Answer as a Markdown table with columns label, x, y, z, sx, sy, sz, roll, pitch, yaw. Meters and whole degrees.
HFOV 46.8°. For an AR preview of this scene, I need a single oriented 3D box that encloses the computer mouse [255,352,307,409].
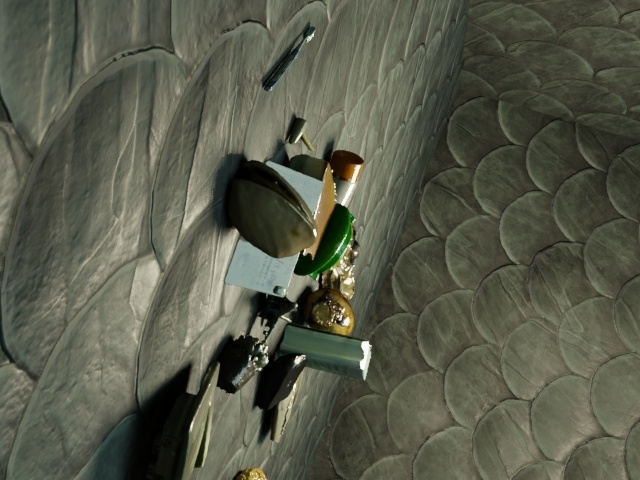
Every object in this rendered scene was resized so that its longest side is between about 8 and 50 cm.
| label | x | y | z | sx | sy | sz | roll | pitch | yaw |
| --- | --- | --- | --- | --- | --- | --- | --- | --- | --- |
| computer mouse | -0.115 | 0.387 | 2.089 | 0.122 | 0.073 | 0.217 | -18 | 142 | -51 |

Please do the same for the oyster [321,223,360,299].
| label | x | y | z | sx | sy | sz | roll | pitch | yaw |
| --- | --- | --- | --- | --- | --- | --- | --- | --- | --- |
| oyster | 0.063 | 0.087 | 2.388 | 0.221 | 0.096 | 0.361 | -37 | 143 | -56 |

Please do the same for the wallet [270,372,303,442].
| label | x | y | z | sx | sy | sz | roll | pitch | yaw |
| --- | --- | --- | --- | --- | --- | --- | --- | --- | --- |
| wallet | -0.094 | 0.476 | 2.340 | 0.275 | 0.068 | 0.335 | -58 | 164 | -51 |

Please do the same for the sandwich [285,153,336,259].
| label | x | y | z | sx | sy | sz | roll | pitch | yaw |
| --- | --- | --- | --- | --- | --- | --- | --- | --- | --- |
| sandwich | -0.046 | -0.064 | 1.651 | 0.220 | 0.108 | 0.186 | 82 | 29 | -64 |

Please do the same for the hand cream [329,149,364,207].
| label | x | y | z | sx | sy | sz | roll | pitch | yaw |
| --- | --- | --- | --- | --- | --- | --- | --- | --- | --- |
| hand cream | 0.025 | -0.088 | 1.999 | 0.140 | 0.089 | 0.314 | -46 | 160 | -56 |

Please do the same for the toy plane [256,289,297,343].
| label | x | y | z | sx | sy | sz | roll | pitch | yaw |
| --- | --- | --- | --- | --- | --- | --- | --- | --- | --- |
| toy plane | -0.099 | 0.155 | 1.771 | 0.262 | 0.088 | 0.192 | 120 | -9 | -77 |

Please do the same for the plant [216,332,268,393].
| label | x | y | z | sx | sy | sz | roll | pitch | yaw |
| --- | --- | --- | --- | --- | --- | --- | --- | --- | --- |
| plant | -0.178 | 0.269 | 1.649 | 0.143 | 0.094 | 0.092 | -48 | 142 | -34 |

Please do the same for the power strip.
| label | x | y | z | sx | sy | sz | roll | pitch | yaw |
| --- | --- | --- | --- | --- | --- | --- | --- | --- | --- |
| power strip | -0.270 | 0.388 | 1.419 | 0.251 | 0.092 | 0.257 | -59 | 164 | -72 |

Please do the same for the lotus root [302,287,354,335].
| label | x | y | z | sx | sy | sz | roll | pitch | yaw |
| --- | --- | --- | --- | --- | --- | --- | --- | --- | --- |
| lotus root | 0.028 | 0.231 | 2.268 | 0.141 | 0.169 | 0.314 | -34 | 167 | -5 |

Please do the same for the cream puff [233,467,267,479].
| label | x | y | z | sx | sy | sz | roll | pitch | yaw |
| --- | --- | --- | --- | --- | --- | --- | --- | --- | --- |
| cream puff | -0.206 | 0.729 | 2.178 | 0.119 | 0.104 | 0.133 | -45 | 151 | -49 |

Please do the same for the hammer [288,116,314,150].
| label | x | y | z | sx | sy | sz | roll | pitch | yaw |
| --- | --- | --- | --- | --- | --- | --- | --- | --- | --- |
| hammer | -0.036 | -0.218 | 1.660 | 0.060 | 0.028 | 0.195 | -64 | 168 | -4 |

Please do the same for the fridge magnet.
| label | x | y | z | sx | sy | sz | roll | pitch | yaw |
| --- | --- | --- | --- | --- | --- | --- | --- | --- | --- |
| fridge magnet | 0.000 | 0.000 | 1.816 | 0.208 | 0.088 | 0.208 | -36 | -148 | 28 |

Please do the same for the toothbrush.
| label | x | y | z | sx | sy | sz | roll | pitch | yaw |
| --- | --- | --- | --- | --- | --- | --- | --- | --- | --- |
| toothbrush | -0.056 | -0.347 | 1.408 | 0.019 | 0.016 | 0.219 | 108 | 8 | -50 |

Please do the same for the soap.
| label | x | y | z | sx | sy | sz | roll | pitch | yaw |
| --- | --- | --- | --- | --- | --- | --- | --- | --- | --- |
| soap | 0.013 | 0.329 | 2.157 | 0.150 | 0.261 | 0.094 | 84 | 19 | -60 |

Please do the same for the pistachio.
| label | x | y | z | sx | sy | sz | roll | pitch | yaw |
| --- | --- | --- | --- | --- | --- | --- | --- | --- | --- |
| pistachio | -0.093 | -0.054 | 1.418 | 0.238 | 0.153 | 0.137 | 49 | 45 | -40 |

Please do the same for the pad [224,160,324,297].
| label | x | y | z | sx | sy | sz | roll | pitch | yaw |
| --- | --- | --- | --- | --- | --- | --- | --- | --- | --- |
| pad | -0.091 | -0.018 | 1.532 | 0.159 | 0.009 | 0.265 | 17 | 93 | -38 |
